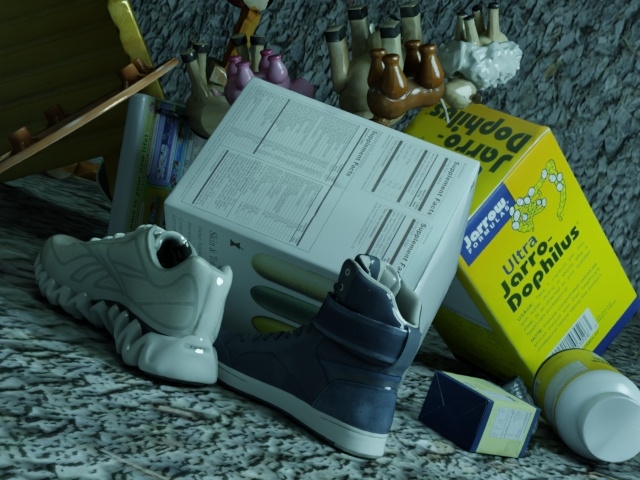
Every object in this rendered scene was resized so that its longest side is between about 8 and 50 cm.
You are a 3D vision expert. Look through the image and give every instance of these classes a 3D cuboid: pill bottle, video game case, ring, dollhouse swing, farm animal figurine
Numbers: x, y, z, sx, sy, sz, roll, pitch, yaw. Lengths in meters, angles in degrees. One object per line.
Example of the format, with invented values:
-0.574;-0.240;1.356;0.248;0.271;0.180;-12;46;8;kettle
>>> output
0.310;0.190;1.491;0.103;0.103;0.184;19;6;-7;pill bottle
-0.186;-0.059;1.567;0.023;0.212;0.193;10;2;24;video game case
-0.307;-0.123;1.444;0.032;0.336;0.336;59;-2;-12;ring
-0.368;-0.202;1.712;0.305;0.347;0.315;-19;25;-4;dollhouse swing
0.031;-0.166;1.539;0.330;0.172;0.327;9;28;34;farm animal figurine

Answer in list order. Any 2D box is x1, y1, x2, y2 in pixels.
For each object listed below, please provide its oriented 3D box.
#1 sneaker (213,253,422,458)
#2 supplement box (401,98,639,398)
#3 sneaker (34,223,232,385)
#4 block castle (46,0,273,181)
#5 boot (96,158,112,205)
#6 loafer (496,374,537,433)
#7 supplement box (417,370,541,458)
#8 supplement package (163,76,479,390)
-0.009;0.077;1.185;0.226;0.163;0.086;22;8;33;sneaker
0.224;0.016;1.652;0.194;0.195;0.356;27;-19;47;supplement box
-0.173;0.036;1.232;0.110;0.118;0.292;13;8;-41;sneaker
-0.287;-0.290;2.207;0.303;0.453;0.213;17;14;-17;block castle
-0.221;-0.055;2.043;0.244;0.088;0.176;31;9;18;boot
0.210;0.190;1.465;0.061;0.062;0.170;60;5;7;loafer
0.162;0.178;1.338;0.083;0.056;0.083;15;8;-40;supplement box
0.000;0.000;1.371;0.263;0.198;0.199;22;-35;12;supplement package
